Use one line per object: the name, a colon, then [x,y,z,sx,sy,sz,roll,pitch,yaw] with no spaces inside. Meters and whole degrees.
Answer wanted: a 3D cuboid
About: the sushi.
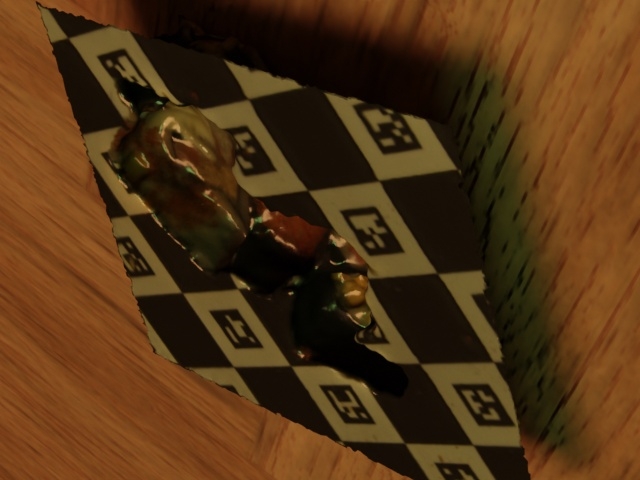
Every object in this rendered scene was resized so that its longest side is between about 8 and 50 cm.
sushi: [0.000,0.000,1.041,0.292,0.059,0.294,22,142,33]
